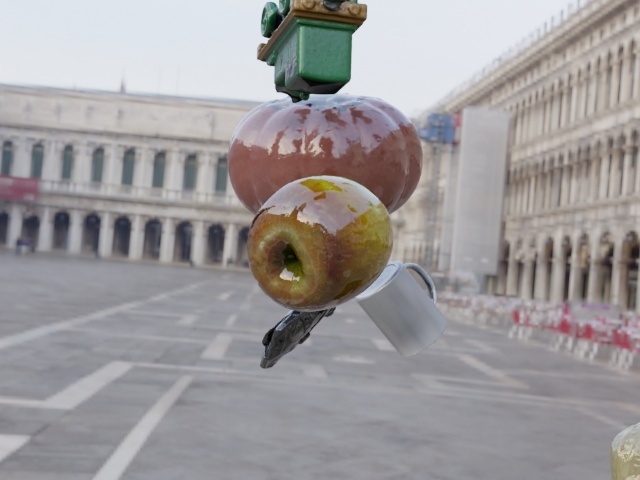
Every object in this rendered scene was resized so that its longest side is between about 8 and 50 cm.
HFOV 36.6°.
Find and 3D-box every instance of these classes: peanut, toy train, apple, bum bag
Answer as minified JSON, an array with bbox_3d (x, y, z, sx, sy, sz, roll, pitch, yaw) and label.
[{"bbox_3d":[0.621,0.471,1.920,0.123,0.257,0.123,22,-22,9],"label":"peanut"},{"bbox_3d":[-0.015,-0.231,1.159,0.091,0.136,0.227,4,-11,-17],"label":"toy train"},{"bbox_3d":[0.005,0.004,1.120,0.146,0.163,0.147,42,37,12],"label":"apple"},{"bbox_3d":[-0.028,0.112,1.429,0.049,0.087,0.197,34,45,16],"label":"bum bag"}]

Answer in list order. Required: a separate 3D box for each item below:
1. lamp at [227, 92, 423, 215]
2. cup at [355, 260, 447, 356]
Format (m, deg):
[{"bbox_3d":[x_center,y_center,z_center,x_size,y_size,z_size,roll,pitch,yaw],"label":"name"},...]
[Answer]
[{"bbox_3d":[0.007,-0.106,1.495,0.305,0.240,0.305,-4,15,1],"label":"lamp"},{"bbox_3d":[0.134,0.105,1.598,0.099,0.133,0.136,-36,13,20],"label":"cup"}]
